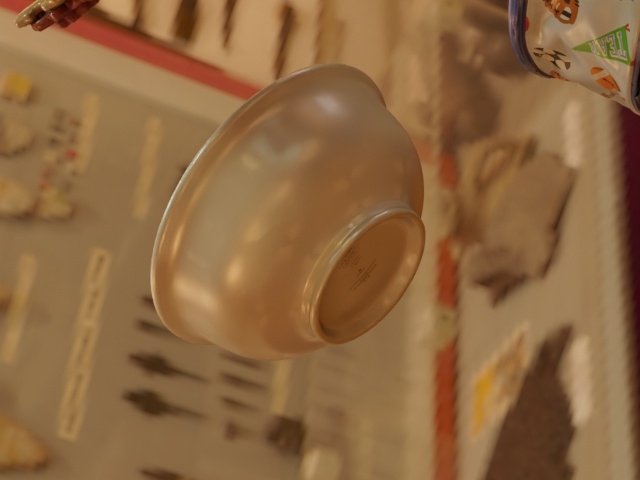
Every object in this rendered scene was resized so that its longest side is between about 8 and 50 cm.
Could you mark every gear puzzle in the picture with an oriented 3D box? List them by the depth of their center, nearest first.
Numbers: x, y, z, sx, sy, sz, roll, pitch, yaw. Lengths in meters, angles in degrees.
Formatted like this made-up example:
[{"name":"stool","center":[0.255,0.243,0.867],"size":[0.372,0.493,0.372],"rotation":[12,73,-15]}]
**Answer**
[{"name":"gear puzzle","center":[-0.109,-0.258,1.599],"size":[0.339,0.044,0.175],"rotation":[-20,24,50]}]

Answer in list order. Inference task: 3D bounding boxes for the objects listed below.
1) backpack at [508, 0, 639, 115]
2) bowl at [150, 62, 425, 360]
[{"name":"backpack","center":[0.219,-0.217,1.282],"size":[0.213,0.276,0.263],"rotation":[19,98,31]},{"name":"bowl","center":[0.000,0.000,1.764],"size":[0.134,0.298,0.298],"rotation":[36,110,29]}]
